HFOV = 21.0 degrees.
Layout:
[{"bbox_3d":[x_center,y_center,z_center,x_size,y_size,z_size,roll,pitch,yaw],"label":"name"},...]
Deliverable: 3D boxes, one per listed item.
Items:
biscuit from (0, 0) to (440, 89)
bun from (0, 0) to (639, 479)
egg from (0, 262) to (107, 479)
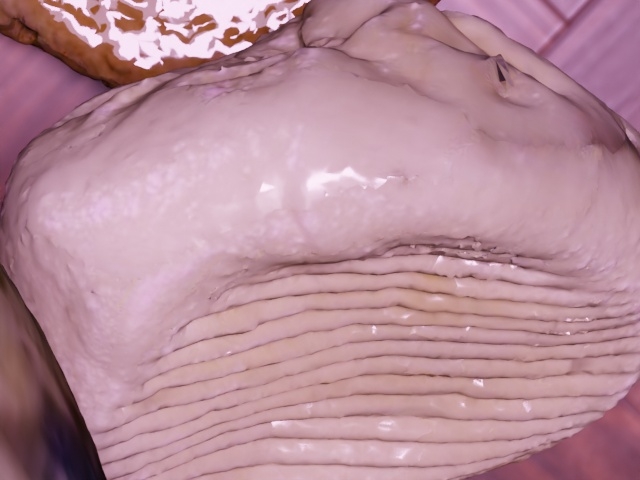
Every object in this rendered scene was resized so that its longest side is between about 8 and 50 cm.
[{"bbox_3d":[-0.037,-0.155,0.588,0.226,0.042,0.225,-1,97,-4],"label":"biscuit"},{"bbox_3d":[0.000,0.000,0.547,0.231,0.231,0.133,-15,58,-2],"label":"bun"},{"bbox_3d":[-0.210,0.125,0.407,0.345,0.345,0.428,-20,122,-2],"label":"egg"}]
